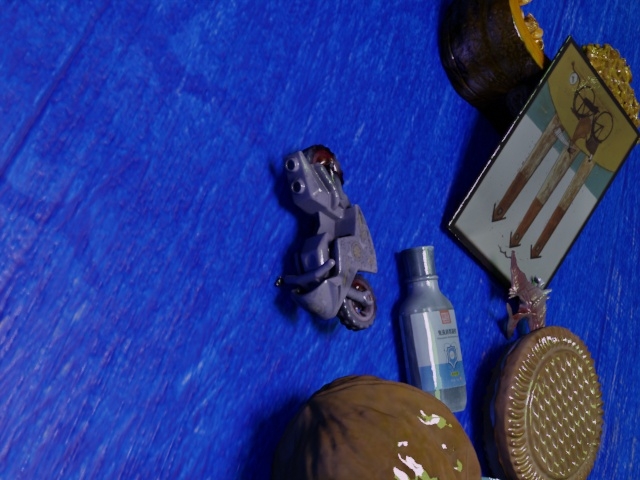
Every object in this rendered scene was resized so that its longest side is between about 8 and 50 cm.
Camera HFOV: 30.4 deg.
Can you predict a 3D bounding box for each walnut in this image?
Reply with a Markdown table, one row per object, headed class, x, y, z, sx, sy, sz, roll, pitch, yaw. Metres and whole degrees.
| class | x | y | z | sx | sy | sz | roll | pitch | yaw |
| --- | --- | --- | --- | --- | --- | --- | --- | --- | --- |
| walnut | 0.052 | 0.247 | 1.208 | 0.228 | 0.228 | 0.228 | 17 | 67 | -48 |

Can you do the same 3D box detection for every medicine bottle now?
| class | x | y | z | sx | sy | sz | roll | pitch | yaw |
| --- | --- | --- | --- | --- | --- | --- | --- | --- | --- |
| medicine bottle | 0.135 | 0.112 | 1.460 | 0.090 | 0.053 | 0.209 | 0 | 80 | -52 |

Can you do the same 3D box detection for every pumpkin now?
| class | x | y | z | sx | sy | sz | roll | pitch | yaw |
| --- | --- | --- | --- | --- | --- | --- | --- | --- | --- |
| pumpkin | 0.254 | -0.246 | 1.648 | 0.248 | 0.130 | 0.126 | 64 | 31 | -10 |

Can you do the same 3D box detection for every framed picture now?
| class | x | y | z | sx | sy | sz | roll | pitch | yaw |
| --- | --- | --- | --- | --- | --- | --- | --- | --- | --- |
| framed picture | 0.322 | -0.089 | 1.661 | 0.244 | 0.013 | 0.324 | 41 | 77 | -39 |

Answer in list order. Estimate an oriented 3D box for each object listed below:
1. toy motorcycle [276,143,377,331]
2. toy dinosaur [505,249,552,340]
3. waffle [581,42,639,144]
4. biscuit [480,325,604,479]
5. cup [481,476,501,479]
| class | x | y | z | sx | sy | sz | roll | pitch | yaw |
| --- | --- | --- | --- | --- | --- | --- | --- | --- | --- |
| toy motorcycle | 0.000 | 0.000 | 1.307 | 0.122 | 0.080 | 0.215 | -8 | 82 | -54 |
| toy dinosaur | 0.289 | 0.095 | 1.652 | 0.108 | 0.032 | 0.220 | -43 | 128 | -34 |
| waffle | 0.474 | -0.232 | 1.962 | 0.193 | 0.070 | 0.197 | -29 | 103 | -51 |
| biscuit | 0.305 | 0.241 | 1.603 | 0.259 | 0.079 | 0.259 | 4 | 85 | -48 |
| cup | 0.143 | 0.385 | 1.333 | 0.134 | 0.148 | 0.236 | 16 | 70 | -33 |
